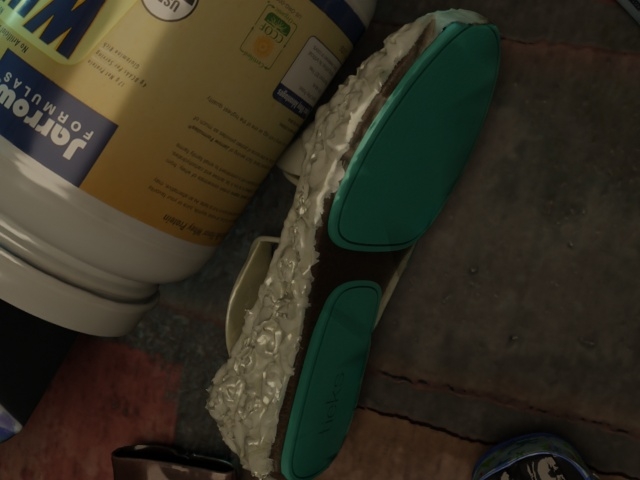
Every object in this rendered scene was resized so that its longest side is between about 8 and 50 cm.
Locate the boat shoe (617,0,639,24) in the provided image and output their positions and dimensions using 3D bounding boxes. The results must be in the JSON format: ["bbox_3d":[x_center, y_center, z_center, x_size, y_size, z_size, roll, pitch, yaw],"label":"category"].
[{"bbox_3d":[0.234,-0.203,0.611,0.040,0.049,0.142,-40,87,-4],"label":"boat shoe"}]

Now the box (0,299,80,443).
[{"bbox_3d":[-0.446,0.084,0.689,0.395,0.212,0.293,-32,109,16],"label":"box"}]

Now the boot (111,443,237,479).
[{"bbox_3d":[-0.087,0.302,0.728,0.249,0.090,0.206,10,101,17],"label":"boot"}]

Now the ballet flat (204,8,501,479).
[{"bbox_3d":[0.000,0.000,0.655,0.147,0.147,0.408,24,102,11],"label":"ballet flat"}]

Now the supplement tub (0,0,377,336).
[{"bbox_3d":[-0.132,-0.112,0.601,0.228,0.228,0.316,35,95,8],"label":"supplement tub"}]

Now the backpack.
[{"bbox_3d":[0.175,0.212,0.653,0.105,0.084,0.114,-30,94,15],"label":"backpack"}]
